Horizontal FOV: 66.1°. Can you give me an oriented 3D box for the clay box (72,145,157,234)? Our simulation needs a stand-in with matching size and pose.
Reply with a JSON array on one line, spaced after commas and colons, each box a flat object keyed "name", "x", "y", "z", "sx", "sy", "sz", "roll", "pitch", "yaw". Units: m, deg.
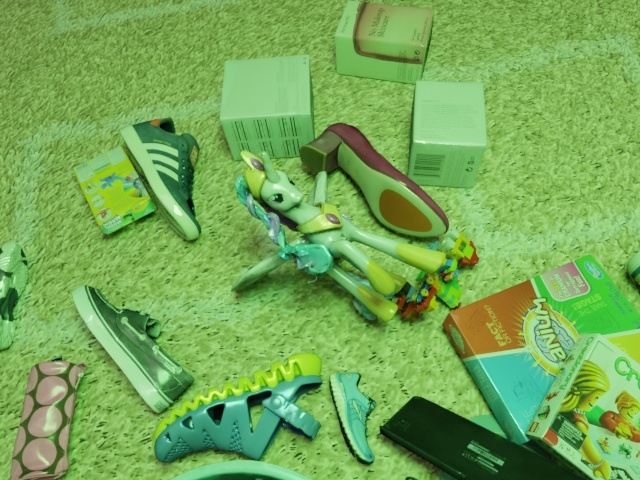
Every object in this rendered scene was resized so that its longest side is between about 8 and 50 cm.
[{"name": "clay box", "x": -0.472, "y": -0.110, "z": 1.141, "sx": 0.127, "sy": 0.053, "sz": 0.222, "roll": -30, "pitch": 63, "yaw": -12}]

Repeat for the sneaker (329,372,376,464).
[{"name": "sneaker", "x": 0.067, "y": 0.302, "z": 0.855, "sx": 0.073, "sy": 0.063, "sz": 0.162, "roll": -14, "pitch": 60, "yaw": -7}]

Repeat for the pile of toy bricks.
[{"name": "pile of toy bricks", "x": 0.237, "y": 0.088, "z": 0.955, "sx": 0.105, "sy": 0.118, "sz": 0.212, "roll": 41, "pitch": 50, "yaw": -5}]

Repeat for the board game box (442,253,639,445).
[{"name": "board game box", "x": 0.419, "y": 0.186, "z": 0.878, "sx": 0.316, "sy": 0.064, "sz": 0.242, "roll": -20, "pitch": 60, "yaw": -12}]

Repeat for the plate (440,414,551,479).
[{"name": "plate", "x": 0.294, "y": 0.384, "z": 0.811, "sx": 0.188, "sy": 0.024, "sz": 0.188, "roll": -2, "pitch": 60, "yaw": 3}]

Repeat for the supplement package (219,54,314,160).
[{"name": "supplement package", "x": -0.119, "y": -0.315, "z": 1.175, "sx": 0.202, "sy": 0.149, "sz": 0.194, "roll": -3, "pitch": 60, "yaw": 3}]

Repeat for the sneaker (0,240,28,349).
[{"name": "sneaker", "x": -0.706, "y": 0.112, "z": 1.008, "sx": 0.152, "sy": 0.094, "sz": 0.235, "roll": -2, "pitch": 70, "yaw": -6}]

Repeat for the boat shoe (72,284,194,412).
[{"name": "boat shoe", "x": -0.355, "y": 0.180, "z": 0.935, "sx": 0.102, "sy": 0.108, "sz": 0.301, "roll": -40, "pitch": 67, "yaw": -17}]

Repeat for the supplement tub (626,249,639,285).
[{"name": "supplement tub", "x": 0.679, "y": 0.085, "z": 0.883, "sx": 0.144, "sy": 0.144, "sz": 0.200, "roll": -22, "pitch": 61, "yaw": -8}]

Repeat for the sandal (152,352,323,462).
[{"name": "sandal", "x": -0.127, "y": 0.309, "z": 0.836, "sx": 0.317, "sy": 0.126, "sz": 0.138, "roll": -22, "pitch": 65, "yaw": -6}]

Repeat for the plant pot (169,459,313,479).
[{"name": "plant pot", "x": -0.079, "y": 0.475, "z": 0.610, "sx": 0.340, "sy": 0.334, "sz": 0.342, "roll": -2, "pitch": 61, "yaw": 3}]

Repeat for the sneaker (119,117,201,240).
[{"name": "sneaker", "x": -0.326, "y": -0.159, "z": 1.118, "sx": 0.148, "sy": 0.131, "sz": 0.350, "roll": -27, "pitch": 65, "yaw": -18}]

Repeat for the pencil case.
[{"name": "pencil case", "x": -0.481, "y": 0.320, "z": 0.876, "sx": 0.098, "sy": 0.095, "sz": 0.210, "roll": 1, "pitch": 61, "yaw": -13}]

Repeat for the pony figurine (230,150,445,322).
[{"name": "pony figurine", "x": 0.000, "y": 0.000, "z": 0.909, "sx": 0.363, "sy": 0.351, "sz": 0.303, "roll": 34, "pitch": 70, "yaw": 1}]

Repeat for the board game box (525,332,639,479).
[{"name": "board game box", "x": 0.493, "y": 0.314, "z": 0.756, "sx": 0.305, "sy": 0.053, "sz": 0.193, "roll": 37, "pitch": 74, "yaw": 2}]

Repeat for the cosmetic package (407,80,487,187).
[{"name": "cosmetic package", "x": 0.277, "y": -0.237, "z": 1.097, "sx": 0.151, "sy": 0.151, "sz": 0.184, "roll": 5, "pitch": 62, "yaw": 7}]

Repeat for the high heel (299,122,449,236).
[{"name": "high heel", "x": 0.146, "y": -0.152, "z": 1.076, "sx": 0.377, "sy": 0.127, "sz": 0.181, "roll": 37, "pitch": 50, "yaw": 19}]

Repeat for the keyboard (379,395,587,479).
[{"name": "keyboard", "x": 0.228, "y": 0.352, "z": 0.735, "sx": 0.317, "sy": 0.033, "sz": 0.201, "roll": 18, "pitch": 26, "yaw": 38}]

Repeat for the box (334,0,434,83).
[{"name": "box", "x": 0.166, "y": -0.518, "z": 1.283, "sx": 0.232, "sy": 0.127, "sz": 0.149, "roll": 11, "pitch": 62, "yaw": 11}]
